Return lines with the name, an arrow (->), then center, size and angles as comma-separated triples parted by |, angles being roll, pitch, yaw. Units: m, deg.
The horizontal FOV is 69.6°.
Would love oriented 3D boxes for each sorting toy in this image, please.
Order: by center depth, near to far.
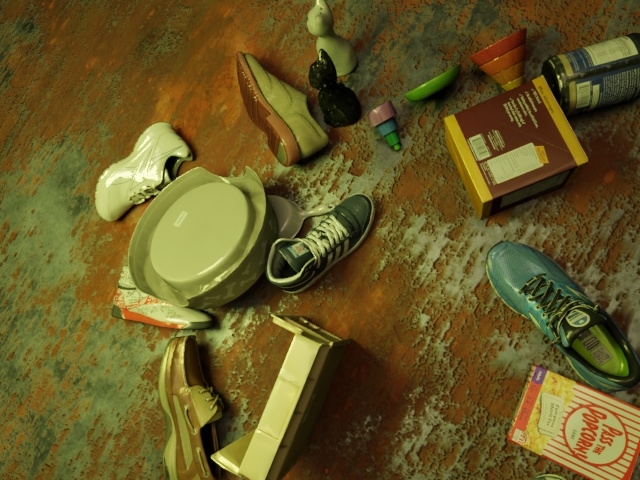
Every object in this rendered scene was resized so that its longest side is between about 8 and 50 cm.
sorting toy -> 0.286, -0.307, 0.995 | 0.365, 0.127, 0.126 | -27, 102, 13

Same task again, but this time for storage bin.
storage bin -> -0.062, 0.286, 0.874 | 0.123, 0.260, 0.262 | 22, 85, 16

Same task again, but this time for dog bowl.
dog bowl -> -0.250, -0.007, 1.012 | 0.348, 0.102, 0.349 | -13, 55, 19

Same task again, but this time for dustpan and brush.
dustpan and brush -> -0.071, -0.055, 1.060 | 0.211, 0.060, 0.147 | -19, 61, 19

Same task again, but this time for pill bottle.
pill bottle -> 0.557, -0.322, 0.887 | 0.219, 0.123, 0.123 | -12, 75, 13

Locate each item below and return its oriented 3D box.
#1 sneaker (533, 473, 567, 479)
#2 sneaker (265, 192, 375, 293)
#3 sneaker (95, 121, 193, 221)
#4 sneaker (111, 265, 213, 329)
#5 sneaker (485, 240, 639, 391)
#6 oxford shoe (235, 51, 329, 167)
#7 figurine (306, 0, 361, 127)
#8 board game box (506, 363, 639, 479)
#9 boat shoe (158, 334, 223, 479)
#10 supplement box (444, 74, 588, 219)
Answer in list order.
sneaker -> 0.439, 0.451, 0.794 | 0.135, 0.058, 0.052 | 18, 84, 20
sneaker -> 0.000, 0.000, 0.969 | 0.282, 0.153, 0.099 | -46, 71, 3
sneaker -> -0.450, -0.159, 1.165 | 0.129, 0.111, 0.297 | 41, 93, 14
sneaker -> -0.369, 0.126, 1.086 | 0.270, 0.090, 0.145 | 5, 83, 20
sneaker -> 0.435, 0.121, 0.818 | 0.130, 0.147, 0.330 | -43, 70, 4
oxford shoe -> -0.101, -0.328, 1.109 | 0.130, 0.123, 0.348 | -23, 70, -17
figurine -> 0.022, -0.393, 1.015 | 0.092, 0.209, 0.215 | -6, 77, 15
board game box -> 0.455, 0.330, 0.821 | 0.193, 0.045, 0.147 | 21, 85, 19
boat shoe -> -0.268, 0.369, 1.000 | 0.119, 0.122, 0.324 | -6, 85, 10
supplement box -> 0.373, -0.176, 0.908 | 0.194, 0.129, 0.191 | -22, 73, 11
